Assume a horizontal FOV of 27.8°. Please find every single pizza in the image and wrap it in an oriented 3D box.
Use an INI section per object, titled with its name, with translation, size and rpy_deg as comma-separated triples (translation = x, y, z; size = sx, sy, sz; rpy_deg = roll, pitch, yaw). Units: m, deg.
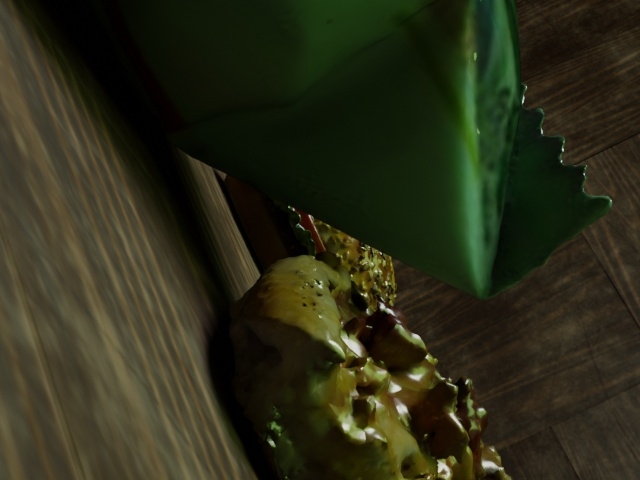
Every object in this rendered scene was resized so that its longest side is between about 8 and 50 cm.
[pizza]
translation = 0.030, 0.084, 0.574
size = 0.161, 0.086, 0.305
rpy_deg = 65, 3, 18

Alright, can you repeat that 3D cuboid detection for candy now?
[candy]
translation = -0.049, -0.152, 0.556
size = 0.398, 0.172, 0.263
rpy_deg = 46, 8, -40

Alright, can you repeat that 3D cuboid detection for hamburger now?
[hamburger]
translation = 0.000, 0.000, 0.912
size = 0.165, 0.087, 0.137
rpy_deg = 64, 2, 12
